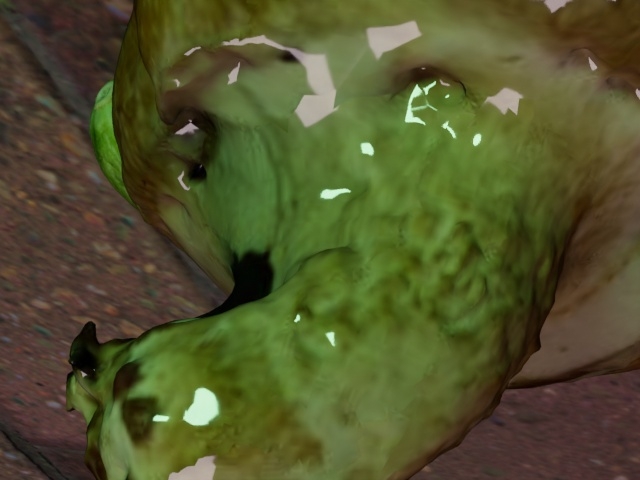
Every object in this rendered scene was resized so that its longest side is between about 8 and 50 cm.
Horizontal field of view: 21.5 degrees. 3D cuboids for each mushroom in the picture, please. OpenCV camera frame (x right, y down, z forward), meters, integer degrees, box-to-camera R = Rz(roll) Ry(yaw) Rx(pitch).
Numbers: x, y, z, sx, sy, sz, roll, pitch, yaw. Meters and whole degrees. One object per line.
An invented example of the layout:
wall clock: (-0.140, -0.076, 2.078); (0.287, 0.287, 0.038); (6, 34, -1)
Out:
mushroom: (0.045, -0.017, 0.575); (0.267, 0.255, 0.267); (10, 178, 0)

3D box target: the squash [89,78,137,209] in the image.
squash: (0.000, 0.000, 0.744); (0.239, 0.069, 0.069); (32, 148, -24)
